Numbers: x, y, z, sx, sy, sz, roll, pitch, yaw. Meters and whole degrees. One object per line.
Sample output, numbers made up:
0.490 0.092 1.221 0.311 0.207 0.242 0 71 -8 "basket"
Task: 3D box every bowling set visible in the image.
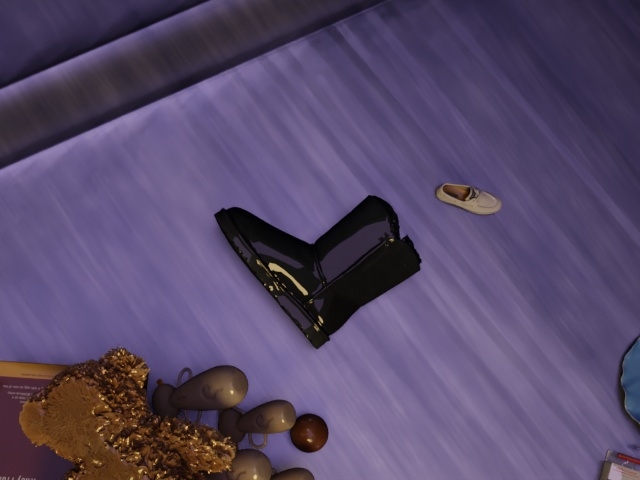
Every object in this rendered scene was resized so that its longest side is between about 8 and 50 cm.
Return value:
-0.092 0.302 1.312 0.154 0.200 0.287 -20 78 34 "bowling set"

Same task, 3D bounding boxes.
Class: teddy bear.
-0.217 0.296 1.175 0.338 0.113 0.245 41 94 -3 "teddy bear"

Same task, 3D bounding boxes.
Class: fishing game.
0.531 0.213 1.415 0.189 0.041 0.264 19 77 -1 "fishing game"

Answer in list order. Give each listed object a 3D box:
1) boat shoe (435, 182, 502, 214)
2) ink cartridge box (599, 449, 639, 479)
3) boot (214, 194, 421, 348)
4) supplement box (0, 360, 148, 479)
0.220 -0.064 1.429 0.100 0.035 0.035 17 80 -3 "boat shoe"
0.428 0.347 1.395 0.048 0.028 0.083 18 80 -3 "ink cartridge box"
0.000 0.000 1.366 0.207 0.094 0.246 -40 94 -6 "boot"
-0.333 0.262 1.279 0.191 0.129 0.194 4 81 -5 "supplement box"
